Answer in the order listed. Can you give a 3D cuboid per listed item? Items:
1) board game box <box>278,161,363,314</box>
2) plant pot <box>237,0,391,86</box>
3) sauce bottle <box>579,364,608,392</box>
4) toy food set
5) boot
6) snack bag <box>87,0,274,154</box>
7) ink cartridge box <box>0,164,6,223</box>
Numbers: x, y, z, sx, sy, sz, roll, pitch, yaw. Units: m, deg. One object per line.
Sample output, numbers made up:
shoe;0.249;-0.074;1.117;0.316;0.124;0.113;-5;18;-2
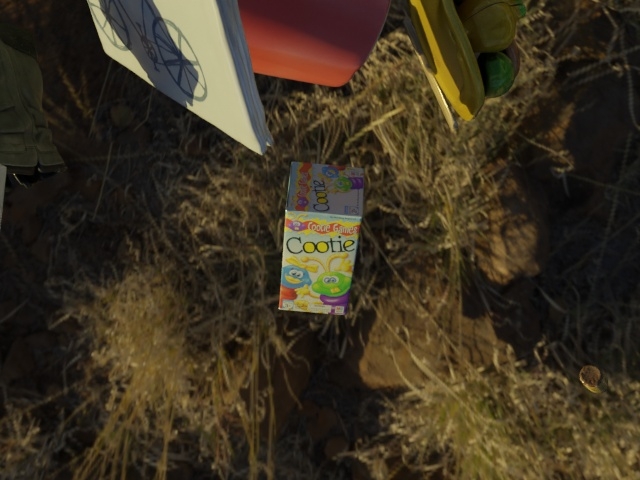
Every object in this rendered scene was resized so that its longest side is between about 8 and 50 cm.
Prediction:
board game box;0.000;0.000;1.720;0.142;0.144;0.275;5;135;-1
plant pot;-0.049;-0.349;1.241;0.243;0.275;0.274;18;113;-23
sauce bottle;0.496;0.252;1.574;0.042;0.042;0.128;-37;151;13
toy food set;0.127;-0.172;0.730;0.071;0.218;0.128;-25;88;3
boot;-0.323;-0.130;0.805;0.084;0.246;0.161;-20;83;19
snack bag;-0.169;-0.273;0.791;0.037;0.323;0.342;-32;133;-21
ink cartridge box;-0.351;0.043;0.611;0.171;0.168;0.232;19;113;13
